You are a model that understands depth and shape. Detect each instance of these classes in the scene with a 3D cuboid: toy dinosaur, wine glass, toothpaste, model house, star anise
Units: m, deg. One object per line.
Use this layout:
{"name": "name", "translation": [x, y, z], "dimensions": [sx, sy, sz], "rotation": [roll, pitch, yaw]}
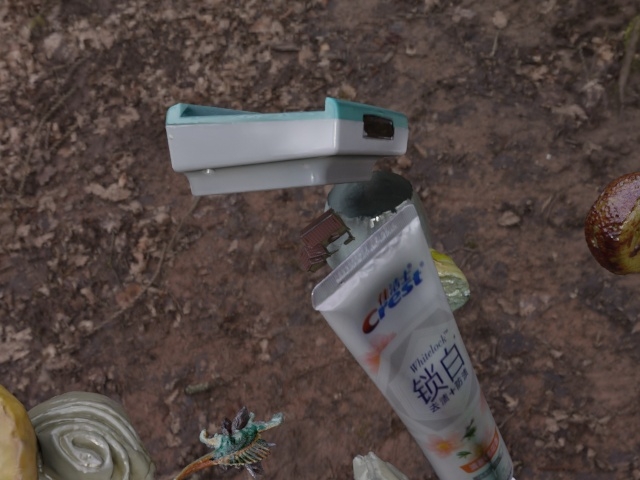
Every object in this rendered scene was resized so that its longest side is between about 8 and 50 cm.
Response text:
{"name": "toy dinosaur", "translation": [-0.123, 0.302, 0.931], "dimensions": [0.106, 0.044, 0.187], "rotation": [3, 13, 18]}
{"name": "wine glass", "translation": [0.122, 0.032, 1.337], "dimensions": [0.238, 0.322, 0.238], "rotation": [-10, 36, 7]}
{"name": "toothpaste", "translation": [0.093, 0.122, 0.513], "dimensions": [0.100, 0.323, 0.066], "rotation": [-41, 34, -17]}
{"name": "model house", "translation": [0.000, 0.000, 0.924], "dimensions": [0.083, 0.058, 0.057], "rotation": [-35, 69, 11]}
{"name": "star anise", "translation": [-0.220, 0.584, 1.795], "dimensions": [0.231, 0.209, 0.089], "rotation": [31, 10, 31]}

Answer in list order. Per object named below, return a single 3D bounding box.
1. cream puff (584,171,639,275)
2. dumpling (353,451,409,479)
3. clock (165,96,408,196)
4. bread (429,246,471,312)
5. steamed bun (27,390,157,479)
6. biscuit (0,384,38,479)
{"name": "cream puff", "translation": [0.416, -0.028, 0.858], "dimensions": [0.149, 0.148, 0.084], "rotation": [-16, 34, -15]}
{"name": "dumpling", "translation": [0.105, 0.426, 1.021], "dimensions": [0.119, 0.136, 0.199], "rotation": [-20, 60, -19]}
{"name": "clock", "translation": [-0.031, -0.116, 0.836], "dimensions": [0.231, 0.116, 0.262], "rotation": [2, 9, 24]}
{"name": "bread", "translation": [0.089, 0.052, 0.708], "dimensions": [0.083, 0.157, 0.094], "rotation": [36, 54, -27]}
{"name": "steamed bun", "translation": [-0.485, 0.444, 1.206], "dimensions": [0.324, 0.219, 0.310], "rotation": [-38, 76, -25]}
{"name": "biscuit", "translation": [-0.640, 0.415, 1.089], "dimensions": [0.447, 0.104, 0.428], "rotation": [14, 82, 27]}
